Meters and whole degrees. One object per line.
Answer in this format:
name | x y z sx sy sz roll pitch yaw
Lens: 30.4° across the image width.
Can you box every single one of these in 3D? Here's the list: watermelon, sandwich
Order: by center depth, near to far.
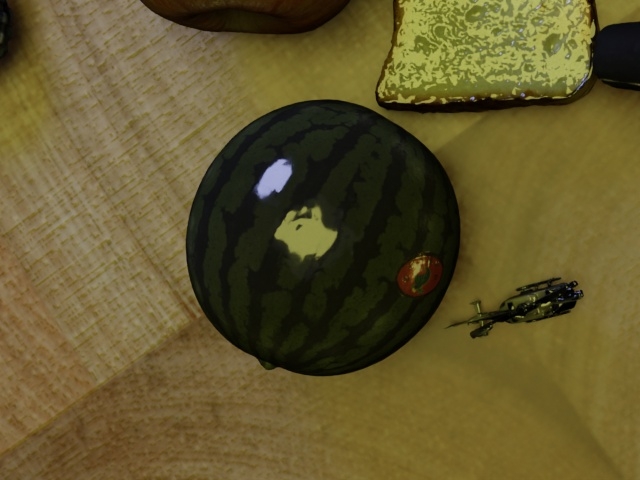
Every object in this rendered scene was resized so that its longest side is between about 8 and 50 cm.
watermelon | 0.000 0.000 0.896 0.212 0.212 0.212 0 91 11
sandwich | 0.131 -0.211 0.939 0.186 0.065 0.214 -3 90 11

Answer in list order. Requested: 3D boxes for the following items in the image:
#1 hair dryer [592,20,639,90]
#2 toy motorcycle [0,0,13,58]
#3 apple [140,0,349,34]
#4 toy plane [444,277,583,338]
hair dryer | 0.406 -0.143 0.832 0.359 0.304 0.120 -14 103 -26
toy motorcycle | -0.428 -0.227 1.013 0.327 0.143 0.188 -1 90 4
apple | -0.057 -0.256 0.905 0.211 0.211 0.188 0 91 11
toy plane | 0.158 0.055 0.945 0.121 0.049 0.031 -19 86 28
